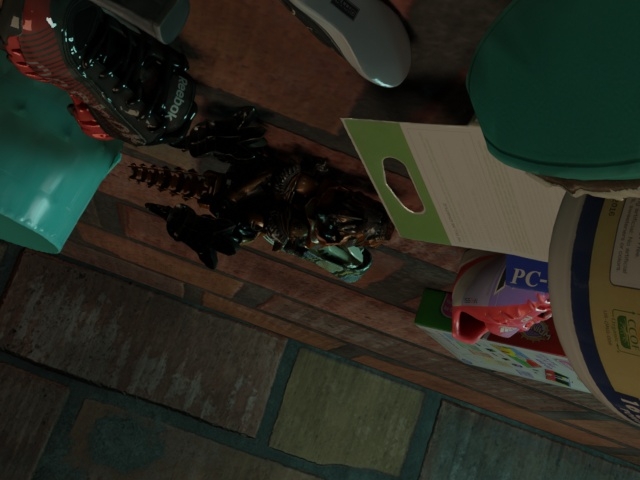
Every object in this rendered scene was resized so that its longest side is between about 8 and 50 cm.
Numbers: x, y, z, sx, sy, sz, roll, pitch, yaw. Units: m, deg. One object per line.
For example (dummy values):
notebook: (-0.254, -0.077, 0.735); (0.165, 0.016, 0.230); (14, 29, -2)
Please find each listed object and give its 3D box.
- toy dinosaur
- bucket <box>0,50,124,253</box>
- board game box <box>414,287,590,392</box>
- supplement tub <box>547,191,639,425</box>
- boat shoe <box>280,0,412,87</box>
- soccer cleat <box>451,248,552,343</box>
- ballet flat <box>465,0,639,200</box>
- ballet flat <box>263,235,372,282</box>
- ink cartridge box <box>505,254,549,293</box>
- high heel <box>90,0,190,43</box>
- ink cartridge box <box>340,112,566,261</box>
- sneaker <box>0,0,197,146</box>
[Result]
toy dinosaur: (-0.084, -0.041, 0.961); (0.322, 0.164, 0.218); (-10, 172, 20)
bucket: (-0.389, -0.114, 0.986); (0.281, 0.183, 0.281); (20, 165, 5)
board game box: (0.343, 0.172, 1.333); (0.317, 0.064, 0.242); (10, 163, 33)
supplement tub: (0.310, 0.028, 0.442); (0.228, 0.228, 0.316); (27, 172, -28)
boat shoe: (0.014, -0.160, 0.583); (0.142, 0.049, 0.040); (35, 178, -43)
soccer cleat: (0.236, 0.053, 0.925); (0.109, 0.116, 0.318); (22, 166, -10)
ballet flat: (0.222, -0.104, 0.355); (0.147, 0.147, 0.409); (24, 165, -17)
ballet flat: (0.000, 0.000, 1.178); (0.188, 0.070, 0.070); (27, 164, -34)
ink cartridge box: (0.271, 0.007, 0.736); (0.207, 0.097, 0.046); (9, -163, 37)
high heel: (-0.176, -0.234, 0.489); (0.186, 0.093, 0.261); (31, 161, 8)
ink cartridge box: (0.152, -0.052, 0.689); (0.235, 0.056, 0.171); (13, 149, 36)
sneaker: (-0.185, -0.157, 0.736); (0.135, 0.097, 0.276); (17, 168, 11)
